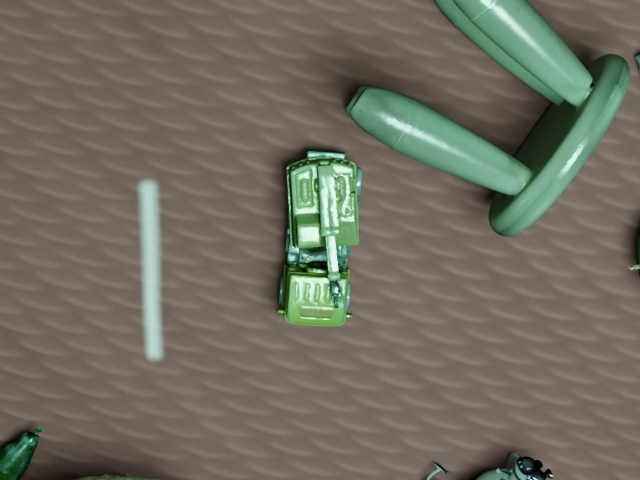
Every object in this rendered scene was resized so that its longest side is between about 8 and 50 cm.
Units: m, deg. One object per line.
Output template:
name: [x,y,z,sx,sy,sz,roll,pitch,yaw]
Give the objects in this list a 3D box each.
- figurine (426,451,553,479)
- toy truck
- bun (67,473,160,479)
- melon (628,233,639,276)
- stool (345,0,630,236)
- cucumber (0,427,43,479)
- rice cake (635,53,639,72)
figurine: [0.174,0.290,1.386,0.126,0.147,0.192,9,118,-23]
toy truck: [0.000,0.000,1.340,0.077,0.100,0.168,5,98,-2]
bun: [-0.196,0.384,1.325,0.353,0.227,0.349,-23,99,-2]
melon: [0.377,0.011,1.358,0.167,0.114,0.114,-12,99,-4]
stool: [0.148,-0.132,1.288,0.199,0.195,0.195,33,96,-2]
cucumber: [-0.321,0.241,1.393,0.037,0.037,0.155,38,96,-8]
rice cake: [0.369,-0.091,1.323,0.085,0.040,0.226,-10,64,-4]
